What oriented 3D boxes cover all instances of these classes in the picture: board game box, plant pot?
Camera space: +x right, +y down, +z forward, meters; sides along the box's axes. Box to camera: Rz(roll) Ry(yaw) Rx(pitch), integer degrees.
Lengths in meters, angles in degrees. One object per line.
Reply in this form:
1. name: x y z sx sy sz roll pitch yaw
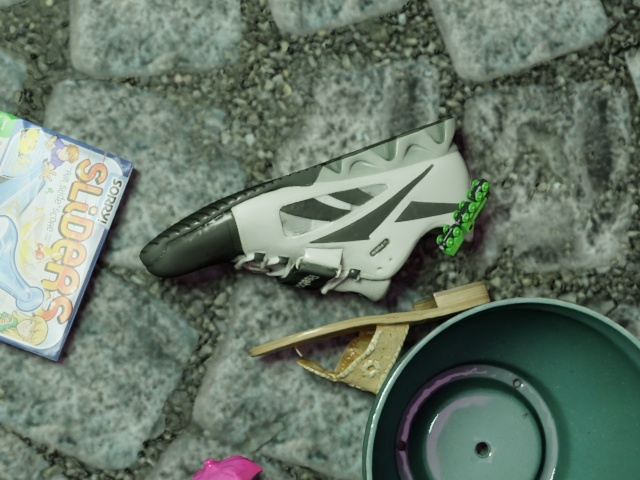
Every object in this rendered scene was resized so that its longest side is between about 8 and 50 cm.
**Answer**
1. board game box: -0.273 -0.003 1.542 0.136 0.035 0.201 21 83 -7
2. plant pot: 0.168 0.199 1.518 0.293 0.196 0.293 0 87 -9

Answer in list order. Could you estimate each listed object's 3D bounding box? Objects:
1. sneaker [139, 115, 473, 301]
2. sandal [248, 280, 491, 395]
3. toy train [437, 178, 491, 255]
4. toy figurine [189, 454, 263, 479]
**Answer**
1. sneaker: 0.000 0.000 1.541 0.331 0.122 0.146 -19 94 -14
2. sandal: 0.058 0.107 1.563 0.240 0.088 0.079 -15 84 -15
3. toy train: 0.137 -0.022 1.553 0.083 0.017 0.023 -56 135 -18
4. toy figurine: -0.061 0.275 1.538 0.159 0.130 0.173 29 107 7
